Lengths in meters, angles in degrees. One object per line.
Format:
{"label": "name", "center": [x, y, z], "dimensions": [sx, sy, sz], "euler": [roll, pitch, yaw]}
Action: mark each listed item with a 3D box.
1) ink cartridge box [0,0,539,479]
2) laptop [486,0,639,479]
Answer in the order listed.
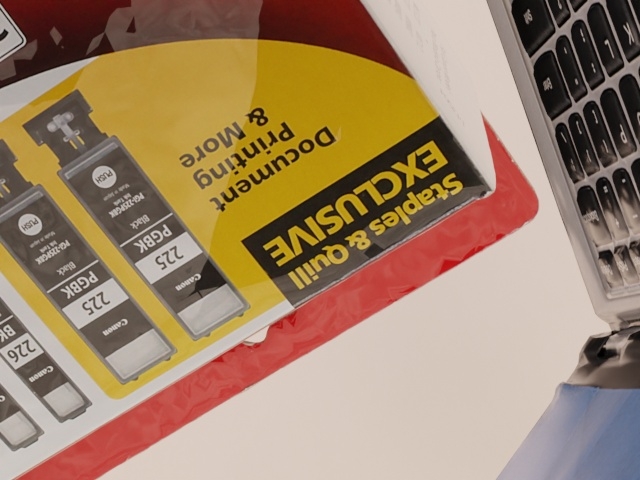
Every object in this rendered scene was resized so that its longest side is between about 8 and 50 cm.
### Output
{"label": "ink cartridge box", "center": [-0.093, -0.017, 0.760], "dimensions": [0.309, 0.130, 0.272], "euler": [-32, -70, 15]}
{"label": "laptop", "center": [0.000, 0.000, 0.433], "dimensions": [0.236, 0.382, 0.408], "euler": [-19, -93, -6]}
